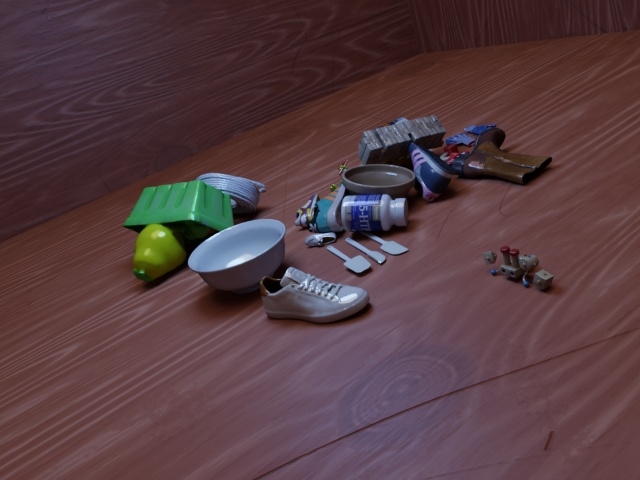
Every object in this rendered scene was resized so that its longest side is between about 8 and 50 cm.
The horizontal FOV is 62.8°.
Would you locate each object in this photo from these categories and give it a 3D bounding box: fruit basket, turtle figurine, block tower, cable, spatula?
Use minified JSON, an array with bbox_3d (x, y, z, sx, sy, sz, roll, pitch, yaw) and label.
[{"bbox_3d":[-0.517,-0.013,1.863,0.393,0.283,0.391,-11,68,29],"label":"fruit basket"},{"bbox_3d":[0.129,-0.246,1.986,0.270,0.087,0.217,-4,33,45],"label":"turtle figurine"},{"bbox_3d":[0.297,-0.366,1.906,0.336,0.097,0.090,-17,62,-21],"label":"block tower"},{"bbox_3d":[-0.365,-0.176,2.040,0.257,0.089,0.257,15,-19,-26],"label":"cable"},{"bbox_3d":[0.120,0.024,1.516,0.168,0.019,0.242,-28,26,-15],"label":"spatula"}]

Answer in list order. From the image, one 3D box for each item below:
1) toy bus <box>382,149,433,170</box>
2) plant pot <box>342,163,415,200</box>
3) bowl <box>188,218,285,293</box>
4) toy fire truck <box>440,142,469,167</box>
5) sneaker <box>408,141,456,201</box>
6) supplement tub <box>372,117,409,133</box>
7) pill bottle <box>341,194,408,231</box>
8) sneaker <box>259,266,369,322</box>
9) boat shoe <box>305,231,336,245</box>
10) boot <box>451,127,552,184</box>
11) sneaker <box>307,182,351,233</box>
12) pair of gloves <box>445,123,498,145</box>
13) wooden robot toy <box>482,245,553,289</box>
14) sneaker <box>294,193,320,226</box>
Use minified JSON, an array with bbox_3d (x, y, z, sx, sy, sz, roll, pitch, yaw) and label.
[{"bbox_3d":[0.324,-0.341,2.015,0.191,0.104,0.202,-9,27,20],"label":"toy bus"},{"bbox_3d":[0.188,-0.165,1.713,0.238,0.109,0.237,0,24,0],"label":"plant pot"},{"bbox_3d":[-0.225,0.064,1.546,0.298,0.134,0.297,-16,24,7],"label":"bowl"},{"bbox_3d":[0.458,-0.286,1.872,0.192,0.047,0.135,-33,27,-25],"label":"toy fire truck"},{"bbox_3d":[0.342,-0.236,1.761,0.112,0.131,0.319,23,21,-13],"label":"sneaker"},{"bbox_3d":[0.290,-0.435,2.221,0.191,0.116,0.117,-27,26,-16],"label":"supplement tub"},{"bbox_3d":[0.166,-0.083,1.581,0.187,0.111,0.112,-1,29,19],"label":"pill bottle"},{"bbox_3d":[-0.028,0.127,1.288,0.291,0.122,0.106,-6,26,25],"label":"sneaker"},{"bbox_3d":[0.000,0.000,1.635,0.100,0.035,0.035,-9,23,6],"label":"boat shoe"},{"bbox_3d":[0.610,-0.283,1.699,0.264,0.096,0.281,-33,29,-28],"label":"boot"},{"bbox_3d":[0.040,-0.117,1.759,0.121,0.108,0.302,-9,25,24],"label":"sneaker"},{"bbox_3d":[0.598,-0.415,2.070,0.198,0.023,0.159,-28,28,-15],"label":"pair of gloves"},{"bbox_3d":[0.452,0.047,1.171,0.079,0.076,0.173,-19,23,-26],"label":"wooden robot toy"},{"bbox_3d":[-0.045,-0.107,1.847,0.084,0.069,0.185,-12,24,14],"label":"sneaker"}]
